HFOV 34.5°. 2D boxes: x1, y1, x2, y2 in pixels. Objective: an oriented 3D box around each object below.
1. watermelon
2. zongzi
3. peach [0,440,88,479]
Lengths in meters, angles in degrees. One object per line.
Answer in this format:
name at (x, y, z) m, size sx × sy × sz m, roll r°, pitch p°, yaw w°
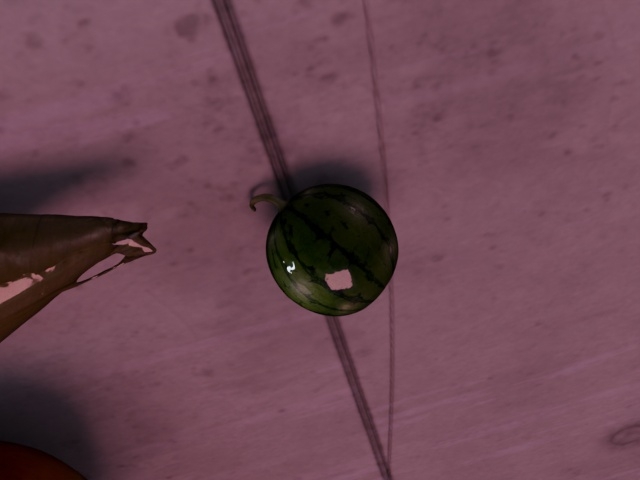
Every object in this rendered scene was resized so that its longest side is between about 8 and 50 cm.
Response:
watermelon at (0.006, 0.003, 0.751) m, size 0.109 × 0.109 × 0.109 m, roll -9°, pitch 143°, yaw -7°
zongzi at (-0.269, 0.077, 0.737) m, size 0.289 × 0.123 × 0.260 m, roll -7°, pitch 147°, yaw -16°
peach at (-0.334, 0.350, 0.864) m, size 0.389 × 0.388 × 0.388 m, roll -9°, pitch 143°, yaw -7°
